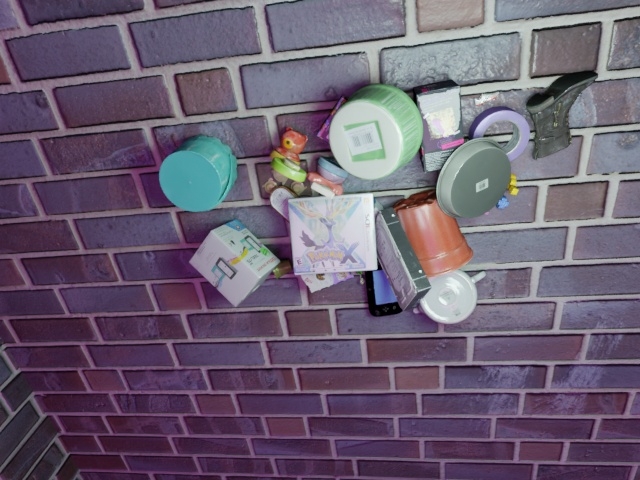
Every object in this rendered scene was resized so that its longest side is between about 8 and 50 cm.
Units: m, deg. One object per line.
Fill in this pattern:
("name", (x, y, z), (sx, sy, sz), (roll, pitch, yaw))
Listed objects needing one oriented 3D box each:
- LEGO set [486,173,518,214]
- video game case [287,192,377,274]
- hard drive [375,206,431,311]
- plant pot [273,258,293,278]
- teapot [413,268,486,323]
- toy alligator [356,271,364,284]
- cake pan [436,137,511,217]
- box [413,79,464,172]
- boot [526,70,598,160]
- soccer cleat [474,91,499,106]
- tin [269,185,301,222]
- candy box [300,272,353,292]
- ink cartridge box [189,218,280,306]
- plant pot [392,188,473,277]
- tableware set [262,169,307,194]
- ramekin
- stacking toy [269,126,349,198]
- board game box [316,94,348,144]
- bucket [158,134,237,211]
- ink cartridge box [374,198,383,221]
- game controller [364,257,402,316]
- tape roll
("LEGO set", (0.683, -0.183, 1.588), (0.086, 0.093, 0.228), (14, 118, -1))
("video game case", (0.048, -0.024, 1.639), (0.328, 0.036, 0.301), (-4, 98, 4))
("hard drive", (0.290, 0.076, 1.605), (0.064, 0.339, 0.237), (-17, 157, -12))
("plant pot", (-0.165, 0.119, 1.867), (0.079, 0.083, 0.084), (-18, 115, 2))
("teapot", (0.535, 0.223, 1.777), (0.255, 0.187, 0.253), (14, 92, 18))
("toy alligator", (0.160, 0.103, 1.832), (0.051, 0.056, 0.190), (26, 133, 43))
("cake pan", (0.536, -0.202, 1.459), (0.292, 0.054, 0.294), (-11, 121, -19))
("box", (0.408, -0.395, 1.468), (0.143, 0.165, 0.271), (-8, 116, 11))
("boot", (0.829, -0.424, 1.456), (0.262, 0.091, 0.229), (-29, 123, 8))
("soccer cleat", (0.576, -0.498, 1.472), (0.083, 0.029, 0.036), (-24, 117, 23))
("tin", (-0.122, -0.136, 1.686), (0.189, 0.040, 0.106), (43, 113, 7))
("candy box", (0.016, 0.115, 1.762), (0.196, 0.070, 0.165), (-21, 131, 10))
("ink cartridge box", (-0.351, 0.089, 1.762), (0.270, 0.198, 0.197), (43, 116, 3))
("plant pot", (0.410, -0.038, 1.617), (0.272, 0.272, 0.265), (-17, 107, 15))
("tableware set", (-0.149, -0.213, 1.716), (0.168, 0.020, 0.141), (43, 114, -14))
("ramekin", (0.173, -0.351, 1.416), (0.303, 0.148, 0.304), (17, 128, 24))
("stacking toy", (-0.031, -0.284, 1.529), (0.308, 0.280, 0.131), (26, 107, -6))
("board game box", (0.088, -0.421, 1.561), (0.141, 0.048, 0.170), (32, 117, -12))
("bucket", (-0.471, -0.253, 1.641), (0.280, 0.183, 0.282), (3, 118, 5))
("ink cartridge box", (0.191, -0.096, 1.697), (0.122, 0.089, 0.052), (-40, 108, 23))
("game controller", (0.282, 0.194, 1.852), (0.166, 0.067, 0.320), (-5, 118, 9))
("tape roll", (0.629, -0.372, 1.503), (0.188, 0.080, 0.189), (2, 118, 5))
